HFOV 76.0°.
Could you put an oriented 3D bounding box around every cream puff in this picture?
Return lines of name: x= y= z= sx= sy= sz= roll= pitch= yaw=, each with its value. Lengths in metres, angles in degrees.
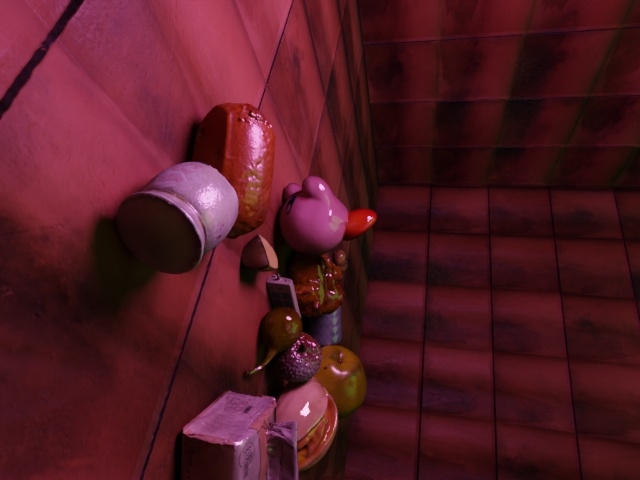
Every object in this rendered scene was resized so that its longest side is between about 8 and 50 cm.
cream puff: x=-0.016 y=0.161 z=1.470 sx=0.269 sy=0.155 sz=0.240 roll=26 pitch=66 yaw=-44

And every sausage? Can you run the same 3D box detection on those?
sausage: x=-0.172 y=-0.137 z=0.818 sx=0.141 sy=0.153 sz=0.267 roll=14 pitch=79 yaw=-57

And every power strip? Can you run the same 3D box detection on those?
power strip: x=-0.113 y=0.185 z=1.272 sx=0.029 sy=0.080 sz=0.226 roll=-64 pitch=153 yaw=-46

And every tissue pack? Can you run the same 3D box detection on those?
tissue pack: x=-0.157 y=0.519 z=0.880 sx=0.238 sy=0.239 sz=0.305 roll=-9 pitch=102 yaw=-76

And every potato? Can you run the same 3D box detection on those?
potato: x=0.103 y=0.104 z=2.131 sx=0.137 sy=0.070 sz=0.091 roll=78 pitch=19 yaw=-50
potato: x=-0.157 y=0.049 z=1.087 sx=0.103 sy=0.067 sz=0.096 roll=51 pitch=19 yaw=-62

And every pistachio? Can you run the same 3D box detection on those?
pistachio: x=-0.063 y=0.569 z=1.302 sx=0.308 sy=0.230 sz=0.229 roll=-54 pitch=146 yaw=-47

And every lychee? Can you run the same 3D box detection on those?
lychee: x=-0.072 y=0.363 z=1.288 sx=0.197 sy=0.165 sz=0.165 roll=-53 pitch=-167 yaw=42

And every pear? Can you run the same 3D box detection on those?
pear: x=0.039 y=0.558 z=1.590 sx=0.294 sy=0.295 sz=0.294 roll=3 pitch=90 yaw=-76

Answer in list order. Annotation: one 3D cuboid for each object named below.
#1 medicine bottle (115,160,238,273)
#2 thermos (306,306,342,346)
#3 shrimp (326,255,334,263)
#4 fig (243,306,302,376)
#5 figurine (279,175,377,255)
medicine bottle: x=-0.222 y=-0.038 z=0.655 sx=0.143 sy=0.148 sz=0.147 roll=-64 pitch=153 yaw=-54
thermos: x=0.016 y=0.272 z=1.683 sx=0.182 sy=0.145 sz=0.286 roll=-56 pitch=146 yaw=-83
shrimp: x=-0.001 y=0.057 z=1.708 sx=0.223 sy=0.048 sz=0.126 roll=33 pitch=57 yaw=-58
fig: x=-0.136 y=0.294 z=1.165 sx=0.124 sy=0.124 sz=0.236 roll=80 pitch=31 yaw=-43
figurine: x=-0.010 y=-0.050 z=1.298 sx=0.261 sy=0.270 sz=0.211 roll=33 pitch=72 yaw=-27
